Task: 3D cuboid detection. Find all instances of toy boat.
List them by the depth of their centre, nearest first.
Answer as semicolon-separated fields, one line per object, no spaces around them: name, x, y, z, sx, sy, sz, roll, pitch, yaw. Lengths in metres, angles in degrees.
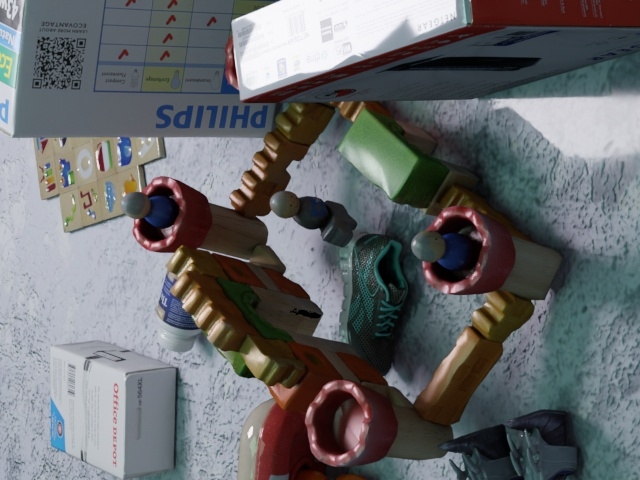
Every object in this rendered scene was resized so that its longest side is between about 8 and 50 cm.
toy boat;-0.007;0.291;2.016;0.151;0.151;0.231;9;102;23

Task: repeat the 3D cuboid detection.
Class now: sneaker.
sneaker;0.063;0.069;1.939;0.076;0.065;0.166;-6;91;49

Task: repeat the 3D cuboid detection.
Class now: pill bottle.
pill bottle;-0.173;0.080;2.244;0.067;0.067;0.120;43;126;42

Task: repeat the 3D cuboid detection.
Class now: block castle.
block castle;0.000;0.000;1.826;0.453;0.213;0.303;47;112;39

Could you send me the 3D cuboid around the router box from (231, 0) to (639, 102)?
router box;0.135;-0.198;1.615;0.335;0.301;0.082;-12;84;53

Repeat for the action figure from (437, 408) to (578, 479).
action figure;0.219;0.316;1.729;0.185;0.099;0.285;-27;76;41

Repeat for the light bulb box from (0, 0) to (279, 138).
light bulb box;-0.229;-0.318;2.038;0.225;0.358;0.361;31;116;50

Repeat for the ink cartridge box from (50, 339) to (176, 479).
ink cartridge box;-0.284;0.227;2.392;0.203;0.086;0.148;13;105;51

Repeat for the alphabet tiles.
alphabet tiles;-0.319;-0.168;2.461;0.342;0.011;0.285;-14;82;53
